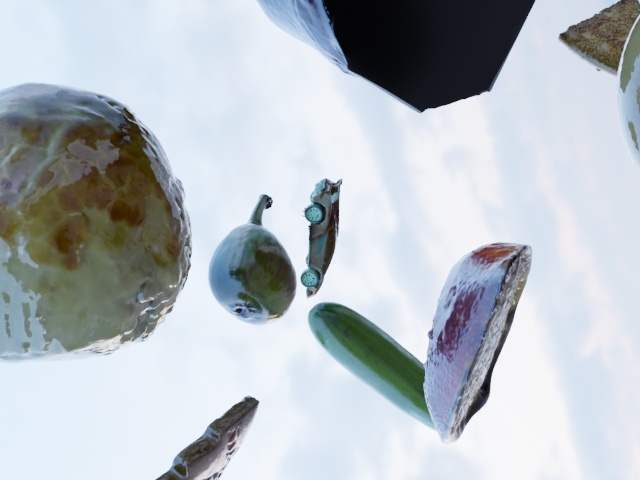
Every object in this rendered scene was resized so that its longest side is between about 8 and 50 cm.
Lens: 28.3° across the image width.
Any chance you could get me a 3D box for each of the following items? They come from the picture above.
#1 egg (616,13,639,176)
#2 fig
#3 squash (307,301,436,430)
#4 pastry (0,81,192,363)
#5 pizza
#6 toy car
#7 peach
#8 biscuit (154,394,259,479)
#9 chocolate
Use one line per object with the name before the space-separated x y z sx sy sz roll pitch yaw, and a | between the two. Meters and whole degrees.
egg | 0.469 -0.131 1.309 0.374 0.301 0.301 25 -139 -37
fig | -0.096 0.009 2.085 0.151 0.151 0.259 52 -140 -45
squash | 0.097 0.190 1.915 0.292 0.082 0.082 39 -157 -11
pastry | -0.346 -0.032 1.611 0.388 0.389 0.312 -70 -12 -67
pizza | 0.442 -0.309 1.902 0.036 0.185 0.176 112 167 -52
toy car | 0.000 0.000 1.246 0.059 0.035 0.121 -76 -11 -70
peach | 0.129 0.081 1.130 0.279 0.068 0.189 80 -150 -64
biscuit | -0.192 0.363 1.954 0.043 0.301 0.278 37 174 16
chocolate | 0.068 -0.391 1.751 0.331 0.384 0.383 22 147 58
